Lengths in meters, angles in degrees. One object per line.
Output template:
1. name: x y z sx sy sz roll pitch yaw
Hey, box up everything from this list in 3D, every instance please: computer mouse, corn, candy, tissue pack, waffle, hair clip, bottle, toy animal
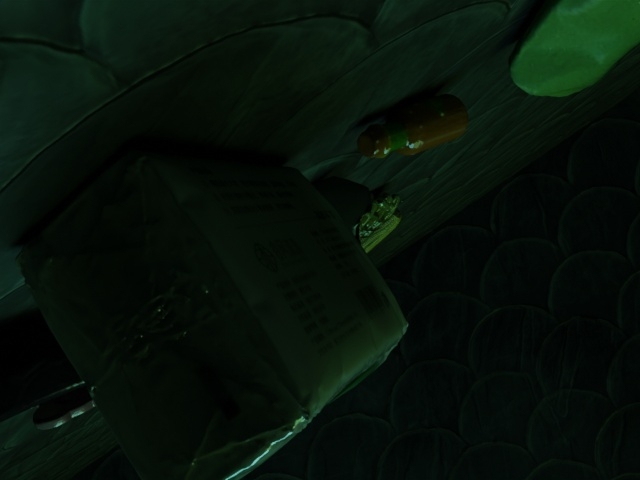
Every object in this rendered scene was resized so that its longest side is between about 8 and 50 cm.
1. computer mouse: -0.335 0.147 0.800 0.147 0.088 0.264 -20 -178 33
2. corn: 0.114 -0.016 1.703 0.072 0.072 0.203 -25 166 -50
3. candy: 0.344 -0.291 0.879 0.343 0.132 0.142 115 -11 -78
4. tissue pack: -0.075 0.063 0.719 0.194 0.266 0.356 -37 171 18
5. waffle: 0.063 -0.027 1.481 0.214 0.054 0.208 -23 171 -28
6. hair clip: -0.363 0.213 1.012 0.123 0.102 0.138 -23 167 -41
7. bottle: 0.122 -0.149 0.970 0.187 0.069 0.069 -26 168 -41
8. toy animal: 0.000 0.000 1.098 0.166 0.138 0.179 -17 164 -9
